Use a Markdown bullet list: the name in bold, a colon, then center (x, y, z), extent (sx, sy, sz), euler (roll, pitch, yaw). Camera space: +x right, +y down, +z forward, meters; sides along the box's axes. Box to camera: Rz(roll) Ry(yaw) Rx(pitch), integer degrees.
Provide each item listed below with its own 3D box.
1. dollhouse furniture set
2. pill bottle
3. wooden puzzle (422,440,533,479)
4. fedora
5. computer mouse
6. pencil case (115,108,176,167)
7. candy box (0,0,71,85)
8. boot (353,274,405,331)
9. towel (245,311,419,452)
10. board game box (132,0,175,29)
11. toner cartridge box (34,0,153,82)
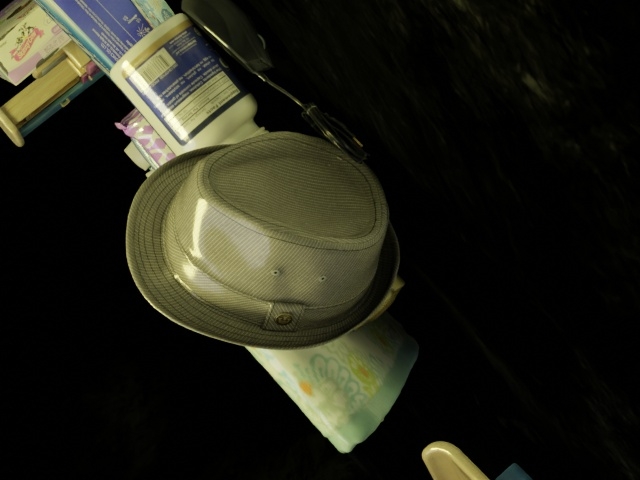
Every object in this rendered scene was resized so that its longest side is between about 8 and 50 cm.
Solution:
- **dollhouse furniture set**: center (-0.321, -0.140, 2.594), extent (0.303, 0.198, 0.286), euler (50, 172, -2)
- **pill bottle**: center (-0.137, -0.150, 1.910), extent (0.186, 0.112, 0.112), euler (51, 171, -3)
- **wooden puzzle**: center (0.306, 0.412, 2.223), extent (0.348, 0.080, 0.322), euler (38, 167, 33)
- **fedora**: center (-0.045, -0.022, 1.667), extent (0.275, 0.243, 0.124), euler (14, 144, -8)
- **computer mouse**: center (-0.039, -0.163, 1.642), extent (0.242, 0.041, 0.071), euler (42, 179, 4)
- **pencil case**: center (-0.201, -0.115, 2.464), extent (0.206, 0.088, 0.086), euler (53, 169, -15)
- **candy box**: center (-0.414, -0.308, 2.457), extent (0.070, 0.165, 0.196), euler (53, 171, -20)
- **boot**: center (0.000, 0.000, 1.891), extent (0.203, 0.095, 0.262), euler (49, 178, 12)
- **towel**: center (-0.032, 0.077, 2.004), extent (0.320, 0.090, 0.374), euler (45, -168, 1)
- **board game box**: center (-0.197, -0.274, 1.991), extent (0.090, 0.020, 0.090), euler (54, 171, -20)
- **toner cartridge box**: center (-0.295, -0.295, 2.085), extent (0.348, 0.075, 0.165), euler (47, 173, -28)
